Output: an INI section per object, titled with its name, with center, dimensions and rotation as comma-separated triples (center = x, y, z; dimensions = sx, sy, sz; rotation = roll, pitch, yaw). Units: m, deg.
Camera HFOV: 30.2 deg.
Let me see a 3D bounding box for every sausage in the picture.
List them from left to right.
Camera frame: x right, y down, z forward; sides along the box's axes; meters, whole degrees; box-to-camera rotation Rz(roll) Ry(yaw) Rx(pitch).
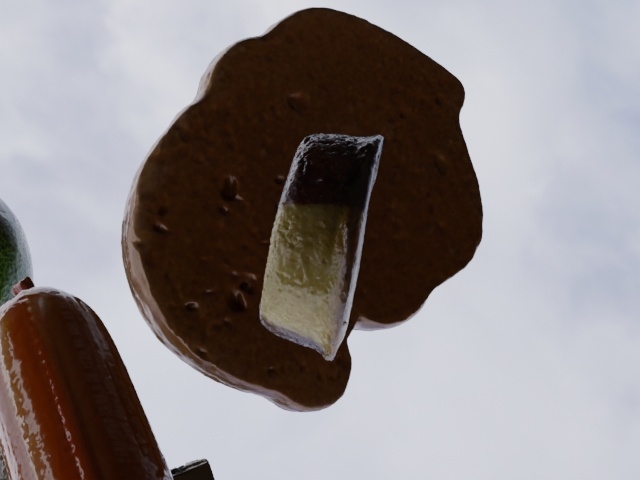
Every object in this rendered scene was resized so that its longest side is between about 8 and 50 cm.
[sausage]
center = -0.142, 0.133, 0.715
dimensions = 0.093, 0.093, 0.312
rotation = 11, -147, -37

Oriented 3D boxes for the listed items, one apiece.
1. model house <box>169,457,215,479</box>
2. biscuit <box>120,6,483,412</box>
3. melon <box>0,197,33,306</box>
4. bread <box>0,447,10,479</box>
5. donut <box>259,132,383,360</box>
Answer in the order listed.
[model house]
center = -0.235, 0.399, 1.509
dimensions = 0.176, 0.248, 0.180
rotation = -13, -101, -33
[biscuit]
center = -0.009, -0.050, 1.252
dimensions = 0.455, 0.078, 0.349
rotation = -42, -77, -26
[melon]
center = -0.391, 0.019, 1.357
dimensions = 0.129, 0.169, 0.265
rotation = 9, -147, -51
[bread]
center = -0.266, 0.272, 1.205
dimensions = 0.230, 0.123, 0.230
rotation = -14, -90, -82
[donut]
center = 0.000, 0.000, 0.937
dimensions = 0.073, 0.166, 0.184
rotation = 13, -106, 3
